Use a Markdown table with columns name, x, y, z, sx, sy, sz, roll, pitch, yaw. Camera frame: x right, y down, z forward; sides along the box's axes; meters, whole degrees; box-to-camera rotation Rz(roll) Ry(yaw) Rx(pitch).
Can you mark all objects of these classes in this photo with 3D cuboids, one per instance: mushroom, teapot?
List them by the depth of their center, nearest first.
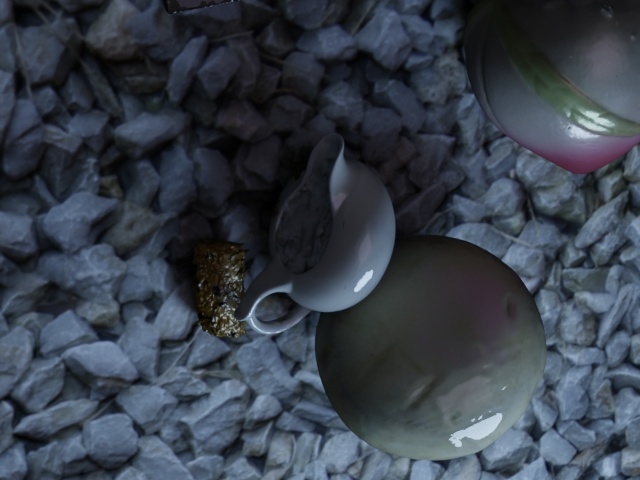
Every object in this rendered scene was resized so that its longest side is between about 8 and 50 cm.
| name | x | y | z | sx | sy | sz | roll | pitch | yaw |
| --- | --- | --- | --- | --- | --- | --- | --- | --- | --- |
| teapot | 0.000 | 0.000 | 1.903 | 0.139 | 0.204 | 0.298 | 8 | 112 | -42 |
| mushroom | 0.166 | 0.173 | 2.003 | 0.315 | 0.315 | 0.356 | -35 | 109 | -10 |

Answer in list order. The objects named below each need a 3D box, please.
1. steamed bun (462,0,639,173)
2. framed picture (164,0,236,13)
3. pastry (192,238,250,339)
| name | x | y | z | sx | sy | sz | roll | pitch | yaw |
| --- | --- | --- | --- | --- | --- | --- | --- | --- | --- |
| steamed bun | 0.339 | -0.220 | 1.935 | 0.309 | 0.309 | 0.309 | -10 | 114 | -23 |
| framed picture | -0.118 | -0.357 | 1.789 | 0.168 | 0.023 | 0.128 | -13 | 117 | -9 |
| pastry | -0.135 | 0.064 | 1.953 | 0.080 | 0.056 | 0.140 | -1 | 109 | -18 |
